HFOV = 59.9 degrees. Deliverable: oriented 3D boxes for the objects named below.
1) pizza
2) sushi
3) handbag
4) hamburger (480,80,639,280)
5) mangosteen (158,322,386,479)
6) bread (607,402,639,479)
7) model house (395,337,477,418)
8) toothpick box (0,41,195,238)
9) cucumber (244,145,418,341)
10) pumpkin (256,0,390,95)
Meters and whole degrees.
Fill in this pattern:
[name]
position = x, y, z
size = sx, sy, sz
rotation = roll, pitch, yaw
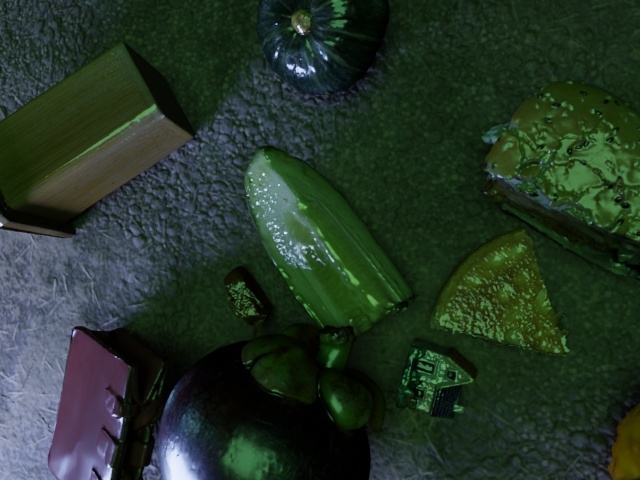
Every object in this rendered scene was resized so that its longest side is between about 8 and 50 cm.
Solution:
[pizza]
position = 0.267, 0.102, 0.803
size = 0.201, 0.053, 0.193
rotation = -37, 76, -3
[sushi]
position = -0.121, 0.096, 0.899
size = 0.055, 0.052, 0.120
rotation = -38, 78, 8
[handbag]
position = -0.332, 0.276, 0.849
size = 0.276, 0.084, 0.260
rotation = 6, 84, 52
[hamburger]
position = 0.356, -0.090, 0.741
size = 0.288, 0.168, 0.192
rotation = 30, 94, 15
[mangosteen]
position = -0.069, 0.253, 0.757
size = 0.300, 0.300, 0.300
rotation = -1, 85, 13
[bread]
position = 0.549, 0.315, 0.619
size = 0.361, 0.250, 0.394
rotation = -44, 72, 21
[model house]
position = 0.169, 0.206, 0.802
size = 0.100, 0.088, 0.100
rotation = 16, 93, 16
[toothpick box]
position = -0.390, -0.166, 0.927
size = 0.308, 0.187, 0.190
rotation = -31, 78, 6
[cucumber]
position = 0.000, 0.001, 0.857
size = 0.325, 0.105, 0.145
rotation = 53, 125, 12
[pumpkin]
position = 0.004, -0.332, 0.856
size = 0.212, 0.152, 0.211
rotation = 14, 117, 28
